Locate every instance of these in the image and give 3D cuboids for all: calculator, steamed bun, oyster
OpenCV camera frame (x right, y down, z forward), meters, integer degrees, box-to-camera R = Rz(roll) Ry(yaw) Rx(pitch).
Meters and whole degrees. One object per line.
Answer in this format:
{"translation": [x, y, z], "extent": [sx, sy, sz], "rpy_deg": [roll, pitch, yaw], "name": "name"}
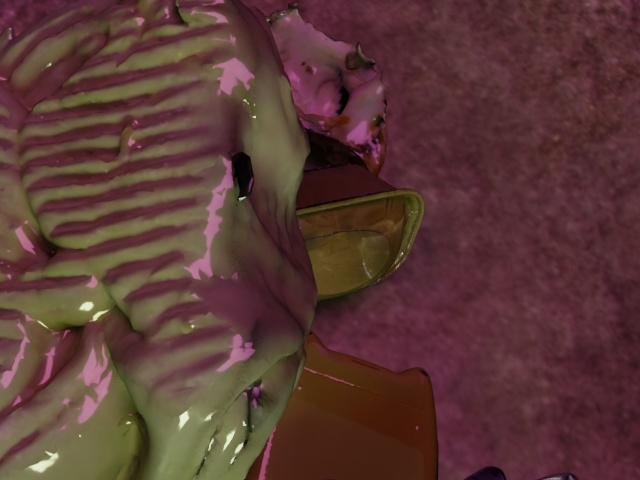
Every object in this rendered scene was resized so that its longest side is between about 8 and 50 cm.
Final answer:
{"translation": [0.015, 0.178, 0.751], "extent": [0.157, 0.033, 0.236], "rpy_deg": [20, 56, -12], "name": "calculator"}
{"translation": [-0.133, 0.032, 0.655], "extent": [0.346, 0.237, 0.394], "rpy_deg": [36, 81, 25], "name": "steamed bun"}
{"translation": [-0.008, -0.139, 0.936], "extent": [0.209, 0.072, 0.133], "rpy_deg": [26, 55, 19], "name": "oyster"}

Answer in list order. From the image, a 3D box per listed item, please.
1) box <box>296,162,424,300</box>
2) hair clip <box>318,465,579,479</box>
{"translation": [0.000, 0.000, 0.821], "extent": [0.177, 0.111, 0.111], "rpy_deg": [-12, 64, -29], "name": "box"}
{"translation": [0.046, 0.221, 0.679], "extent": [0.278, 0.090, 0.137], "rpy_deg": [-12, 81, -18], "name": "hair clip"}
